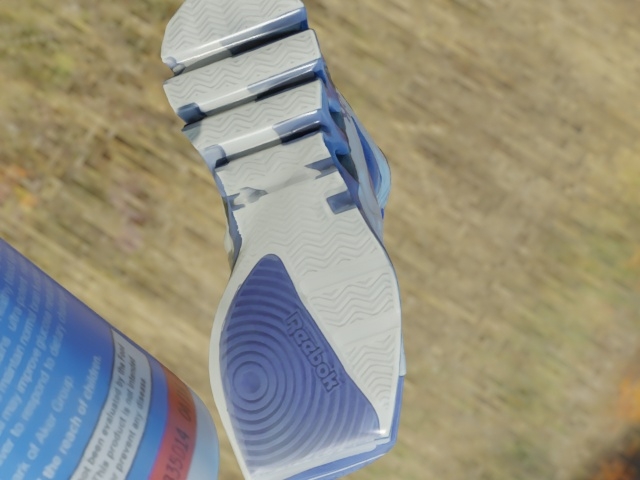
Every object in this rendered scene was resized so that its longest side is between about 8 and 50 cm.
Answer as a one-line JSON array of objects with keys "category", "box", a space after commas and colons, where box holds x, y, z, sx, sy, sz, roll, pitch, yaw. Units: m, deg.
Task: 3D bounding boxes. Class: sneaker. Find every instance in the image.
[{"category": "sneaker", "box": [0.000, -0.001, 1.198, 0.127, 0.316, 0.182, -15, 165, 14]}]

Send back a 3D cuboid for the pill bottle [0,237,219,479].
[{"category": "pill bottle", "box": [-0.143, 0.028, 0.476, 0.124, 0.221, 0.124, -37, -153, 23]}]
